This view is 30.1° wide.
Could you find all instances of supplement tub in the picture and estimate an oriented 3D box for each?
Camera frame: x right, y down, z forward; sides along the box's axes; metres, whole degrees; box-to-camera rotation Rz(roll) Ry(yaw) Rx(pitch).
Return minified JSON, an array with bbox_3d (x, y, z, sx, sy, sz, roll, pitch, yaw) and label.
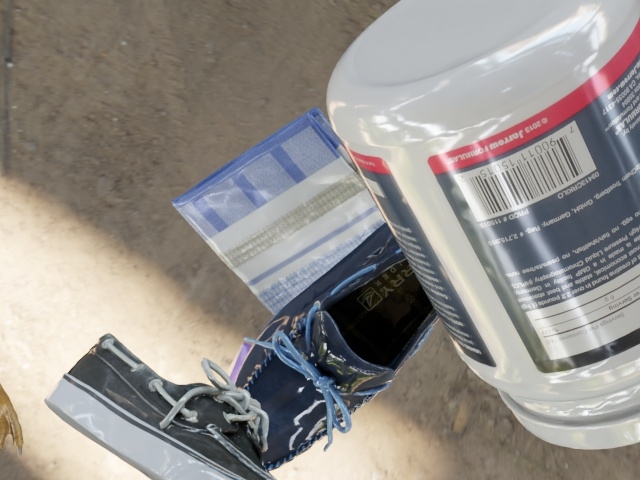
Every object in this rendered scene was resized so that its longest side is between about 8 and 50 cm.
[{"bbox_3d":[0.141,-0.025,0.733,0.191,0.191,0.272,-24,118,12],"label":"supplement tub"}]

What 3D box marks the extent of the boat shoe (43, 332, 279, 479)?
[{"bbox_3d":[-0.100,0.161,0.985,0.306,0.113,0.105,20,67,43],"label":"boat shoe"}]

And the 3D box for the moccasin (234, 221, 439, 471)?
[{"bbox_3d":[0.021,0.087,1.130,0.138,0.117,0.342,36,100,-9],"label":"moccasin"}]

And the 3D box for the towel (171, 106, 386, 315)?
[{"bbox_3d":[0.000,0.000,1.343,0.209,0.034,0.285,-32,118,20],"label":"towel"}]

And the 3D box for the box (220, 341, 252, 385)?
[{"bbox_3d":[-0.137,0.277,1.379,0.057,0.201,0.293,25,139,-4],"label":"box"}]

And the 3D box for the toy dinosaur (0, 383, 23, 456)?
[{"bbox_3d":[-0.188,0.077,0.579,0.064,0.112,0.211,17,77,10],"label":"toy dinosaur"}]
